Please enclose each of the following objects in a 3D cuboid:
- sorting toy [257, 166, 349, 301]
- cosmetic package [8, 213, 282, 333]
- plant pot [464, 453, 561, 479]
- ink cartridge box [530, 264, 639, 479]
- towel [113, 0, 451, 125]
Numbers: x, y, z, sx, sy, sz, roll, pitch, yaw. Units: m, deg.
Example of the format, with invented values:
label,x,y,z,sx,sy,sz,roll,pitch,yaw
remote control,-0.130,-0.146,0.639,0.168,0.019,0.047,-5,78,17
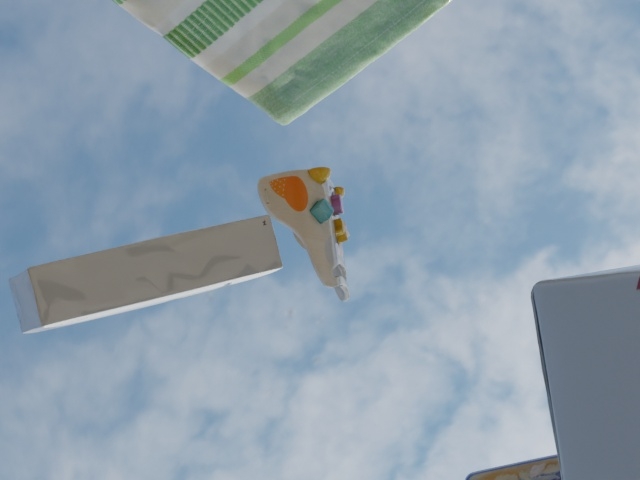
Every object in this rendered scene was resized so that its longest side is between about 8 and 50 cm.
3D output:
label,x,y,z,sx,sy,sz,roll,pitch,yaw
sorting toy,0.000,0.000,0.709,0.045,0.083,0.075,-20,-108,8
cosmetic package,-0.165,0.032,1.078,0.239,0.099,0.060,-13,-94,-26
plant pot,0.240,0.307,0.966,0.212,0.236,0.236,49,-142,-31
ink cartridge box,0.170,0.031,0.317,0.175,0.127,0.072,-7,-94,-19
towel,-0.068,-0.251,0.962,0.325,0.248,0.038,34,-139,-30
